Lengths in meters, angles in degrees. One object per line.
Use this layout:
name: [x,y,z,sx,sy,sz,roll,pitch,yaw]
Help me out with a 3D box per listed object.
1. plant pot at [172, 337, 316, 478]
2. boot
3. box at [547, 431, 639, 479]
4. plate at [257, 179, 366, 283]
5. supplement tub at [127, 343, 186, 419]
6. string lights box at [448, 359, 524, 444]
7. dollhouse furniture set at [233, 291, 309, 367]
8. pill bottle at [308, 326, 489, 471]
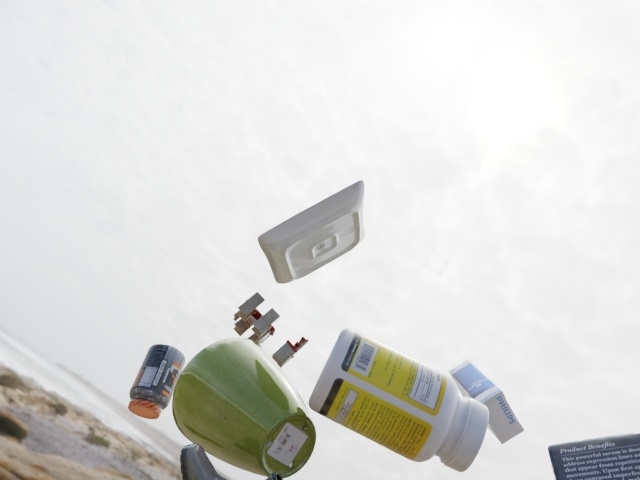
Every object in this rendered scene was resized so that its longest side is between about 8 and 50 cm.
plant pot: [-0.148,0.394,1.178,0.293,0.275,0.275,15,-31,54]
boot: [-0.141,0.461,0.970,0.247,0.161,0.083,62,6,8]
box: [0.494,0.522,0.744,0.211,0.395,0.294,-17,-72,19]
plate: [0.000,0.000,1.280,0.045,0.277,0.277,56,-10,26]
supplement tub: [-0.472,0.405,1.520,0.116,0.191,0.117,8,-41,7]
string lights box: [0.469,0.453,1.517,0.133,0.076,0.260,60,-1,-7]
dollhouse furniture set: [-0.181,0.314,1.876,0.259,0.135,0.262,45,-26,10]
pill bottle: [0.158,0.329,1.083,0.333,0.188,0.188,26,-26,6]
